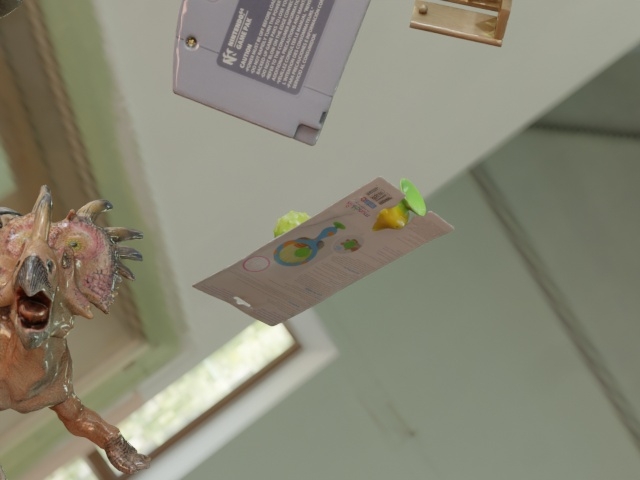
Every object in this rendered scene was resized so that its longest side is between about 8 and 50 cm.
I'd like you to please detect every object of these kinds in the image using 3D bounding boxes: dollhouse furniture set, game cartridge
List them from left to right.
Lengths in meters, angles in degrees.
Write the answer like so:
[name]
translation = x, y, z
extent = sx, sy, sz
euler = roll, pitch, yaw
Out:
[game cartridge]
translation = -0.044, -0.274, 1.750
extent = 0.198, 0.297, 0.062
euler = 22, 10, 1
[dollhouse furniture set]
translation = 0.197, -0.366, 2.091
extent = 0.123, 0.144, 0.151
euler = 12, -46, 2

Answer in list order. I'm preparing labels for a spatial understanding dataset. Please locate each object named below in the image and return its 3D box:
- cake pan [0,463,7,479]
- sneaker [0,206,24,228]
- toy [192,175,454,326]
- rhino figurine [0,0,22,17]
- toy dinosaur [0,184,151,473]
[cake pan]
translation = -0.305, 0.186, 1.236
extent = 0.293, 0.054, 0.293
euler = 42, -36, 40
[sneaker]
translation = -0.427, -0.016, 1.835
extent = 0.269, 0.101, 0.153
euler = 18, -4, -23
[toy]
translation = 0.000, 0.000, 1.625
extent = 0.137, 0.237, 0.056
euler = 31, 41, -47
[rhino figurine]
translation = -0.378, -0.314, 1.835
extent = 0.106, 0.243, 0.073
euler = 32, 13, -28
[toy dinosaur]
translation = -0.209, 0.041, 1.055
extent = 0.296, 0.127, 0.200
euler = 21, -66, 48
